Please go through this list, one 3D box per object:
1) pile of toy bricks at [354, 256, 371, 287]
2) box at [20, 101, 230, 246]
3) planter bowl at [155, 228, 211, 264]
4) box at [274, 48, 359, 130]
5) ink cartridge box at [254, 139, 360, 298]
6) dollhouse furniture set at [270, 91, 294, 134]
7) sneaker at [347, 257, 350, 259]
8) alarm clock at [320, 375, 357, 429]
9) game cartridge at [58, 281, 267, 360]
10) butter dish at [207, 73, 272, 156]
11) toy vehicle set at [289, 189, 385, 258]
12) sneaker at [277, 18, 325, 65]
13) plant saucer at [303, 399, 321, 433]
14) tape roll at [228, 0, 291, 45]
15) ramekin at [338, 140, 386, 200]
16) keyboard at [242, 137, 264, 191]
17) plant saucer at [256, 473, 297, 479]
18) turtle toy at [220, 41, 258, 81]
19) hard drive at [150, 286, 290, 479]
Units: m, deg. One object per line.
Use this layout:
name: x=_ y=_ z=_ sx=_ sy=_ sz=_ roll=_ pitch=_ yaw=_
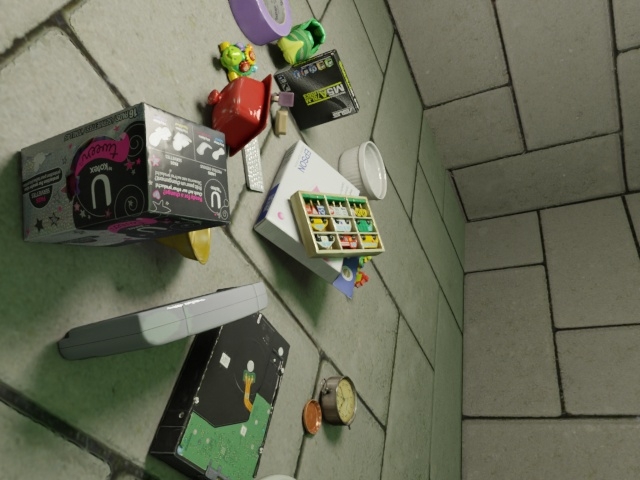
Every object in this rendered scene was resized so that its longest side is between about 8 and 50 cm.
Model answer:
pile of toy bricks: x=0.127 y=0.047 z=1.608 sx=0.118 sy=0.105 sz=0.212 roll=61 pitch=32 yaw=-33
box: x=-0.274 y=-0.075 z=0.701 sx=0.163 sy=0.247 sz=0.142 roll=7 pitch=75 yaw=-62
planter bowl: x=-0.258 y=-0.060 z=0.869 sx=0.217 sy=0.090 sz=0.217 roll=173 pitch=-90 yaw=-88
box: x=-0.009 y=-0.423 z=1.417 sx=0.184 sy=0.190 sz=0.045 roll=63 pitch=28 yaw=-31
ink cartridge box: x=0.011 y=-0.062 z=1.331 sx=0.330 sy=0.071 sz=0.324 roll=36 pitch=44 yaw=-21
dollhouse furniture set: x=-0.130 y=-0.349 z=1.353 sx=0.081 sy=0.091 sz=0.114 roll=-135 pitch=-133 yaw=-63
sneaker: x=0.000 y=0.000 z=1.390 sx=0.235 sy=0.094 sz=0.090 roll=38 pitch=50 yaw=-50
alarm clock: x=0.040 y=0.426 z=1.348 sx=0.192 sy=0.064 sz=0.129 roll=57 pitch=35 yaw=-42
game cartridge: x=-0.222 y=0.121 z=0.792 sx=0.297 sy=0.198 sz=0.062 roll=-9 pitch=89 yaw=-63
butter dish: x=-0.190 y=-0.291 z=1.091 sx=0.118 sy=0.160 sz=0.160 roll=21 pitch=59 yaw=-34
toy vehicle set: x=0.049 y=-0.039 z=1.275 sx=0.267 sy=0.035 sz=0.166 roll=-1 pitch=67 yaw=-47
sneaker: x=-0.037 y=-0.590 z=1.478 sx=0.295 sy=0.123 sz=0.109 roll=-75 pitch=143 yaw=-58
plant saucer: x=-0.022 y=0.450 z=1.271 sx=0.083 sy=0.013 sz=0.083 roll=30 pitch=55 yaw=-57
tape roll: x=-0.158 y=-0.624 z=1.318 sx=0.189 sy=0.080 sz=0.189 roll=33 pitch=52 yaw=-55
ramekin: x=0.145 y=-0.235 z=1.743 sx=0.207 sy=0.109 sz=0.207 roll=33 pitch=52 yaw=-56
keyboard: x=-0.172 y=-0.248 z=1.227 sx=0.072 sy=0.014 sz=0.256 roll=1 pitch=80 yaw=-63
plant saucer: x=-0.138 y=0.615 z=0.863 sx=0.400 sy=0.100 sz=0.401 roll=8 pitch=81 yaw=-60
turtle toy: x=-0.195 y=-0.433 z=1.189 sx=0.130 sy=0.066 sz=0.095 roll=-32 pitch=110 yaw=-62
hard drive: x=-0.174 y=0.293 z=0.973 sx=0.237 sy=0.064 sz=0.339 roll=56 pitch=34 yaw=-39
